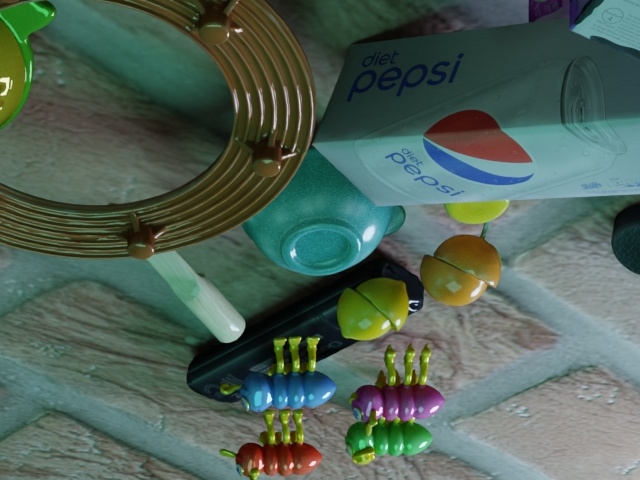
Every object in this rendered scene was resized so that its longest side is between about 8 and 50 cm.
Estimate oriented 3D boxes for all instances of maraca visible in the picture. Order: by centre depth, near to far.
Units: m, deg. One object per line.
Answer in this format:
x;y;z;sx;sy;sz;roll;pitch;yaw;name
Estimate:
-0.269;-0.145;1.193;0.127;0.099;0.185;25;129;-15;maraca

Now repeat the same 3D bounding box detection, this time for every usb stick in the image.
-0.018;0.090;1.531;0.077;0.045;0.278;24;140;-37;usb stick

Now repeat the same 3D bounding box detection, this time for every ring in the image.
-0.171;-0.087;1.157;0.336;0.032;0.336;0;141;0;ring

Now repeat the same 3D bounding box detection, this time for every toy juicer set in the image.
0.000;0.000;1.361;0.329;0.089;0.209;-7;139;1;toy juicer set

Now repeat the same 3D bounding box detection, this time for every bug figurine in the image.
0.010;0.176;1.576;0.216;0.072;0.279;-4;154;-6;bug figurine

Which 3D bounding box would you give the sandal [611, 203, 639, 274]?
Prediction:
0.366;-0.023;1.339;0.254;0.054;0.097;-4;137;27;sandal

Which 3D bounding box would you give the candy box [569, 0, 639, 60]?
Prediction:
0.226;-0.231;0.960;0.070;0.165;0.196;19;140;-15;candy box

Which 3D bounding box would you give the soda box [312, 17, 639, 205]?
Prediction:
0.138;-0.091;1.152;0.286;0.098;0.091;-1;148;41;soda box

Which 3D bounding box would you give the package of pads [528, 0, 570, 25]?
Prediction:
0.182;-0.152;1.172;0.032;0.050;0.083;-20;138;30;package of pads
